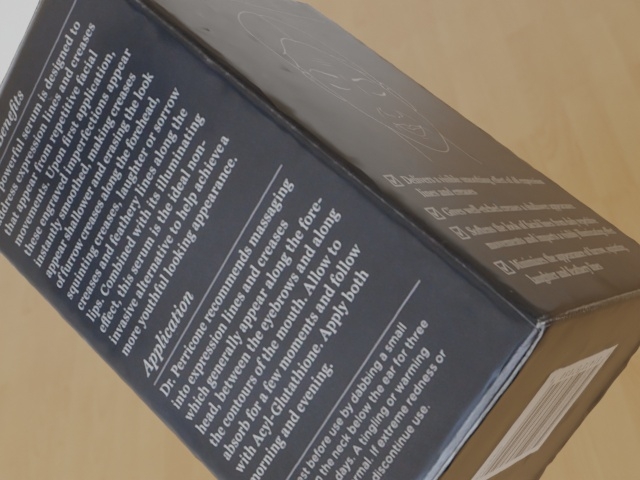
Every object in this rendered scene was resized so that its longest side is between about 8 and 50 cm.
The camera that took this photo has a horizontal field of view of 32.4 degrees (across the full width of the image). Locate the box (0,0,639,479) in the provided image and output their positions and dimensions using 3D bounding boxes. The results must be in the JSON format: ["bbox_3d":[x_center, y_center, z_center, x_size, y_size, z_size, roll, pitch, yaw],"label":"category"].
[{"bbox_3d":[0.000,0.000,0.768,0.395,0.293,0.212,41,112,24],"label":"box"}]
